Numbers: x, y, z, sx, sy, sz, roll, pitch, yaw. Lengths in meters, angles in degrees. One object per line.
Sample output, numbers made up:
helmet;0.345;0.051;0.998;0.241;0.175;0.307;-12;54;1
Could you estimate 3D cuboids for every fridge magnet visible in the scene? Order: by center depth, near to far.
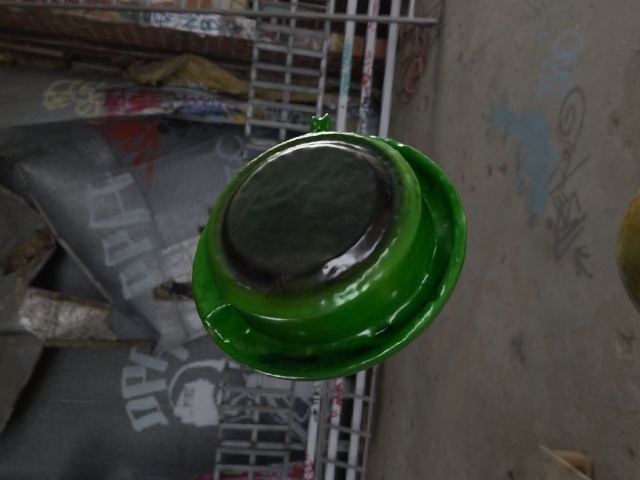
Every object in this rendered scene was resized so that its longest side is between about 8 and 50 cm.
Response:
fridge magnet;0.000;0.000;0.459;0.088;0.207;0.208;62;-159;-52

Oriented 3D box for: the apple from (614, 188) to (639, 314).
apple;0.503;0.011;0.761;0.234;0.256;0.257;-168;83;-64
